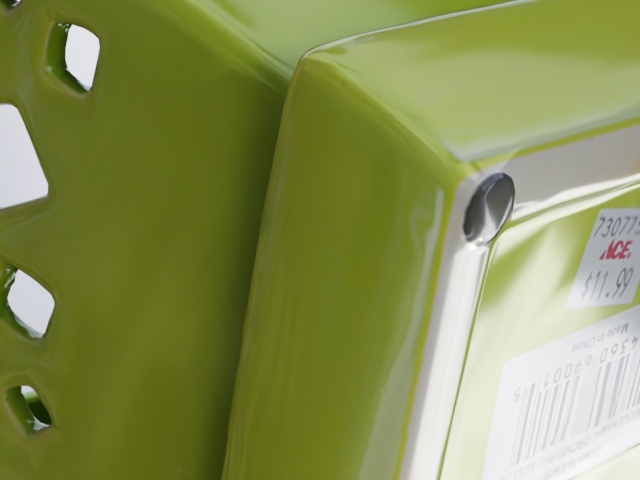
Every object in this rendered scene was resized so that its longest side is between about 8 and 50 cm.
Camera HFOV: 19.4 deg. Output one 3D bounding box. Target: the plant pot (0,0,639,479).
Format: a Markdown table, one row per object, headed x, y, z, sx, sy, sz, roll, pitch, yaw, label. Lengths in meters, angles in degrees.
| x | y | z | sx | sy | sz | roll | pitch | yaw | label |
| --- | --- | --- | --- | --- | --- | --- | --- | --- | --- |
| 0.000 | 0.000 | 0.540 | 0.207 | 0.228 | 0.227 | 29 | -59 | 36 | plant pot |
